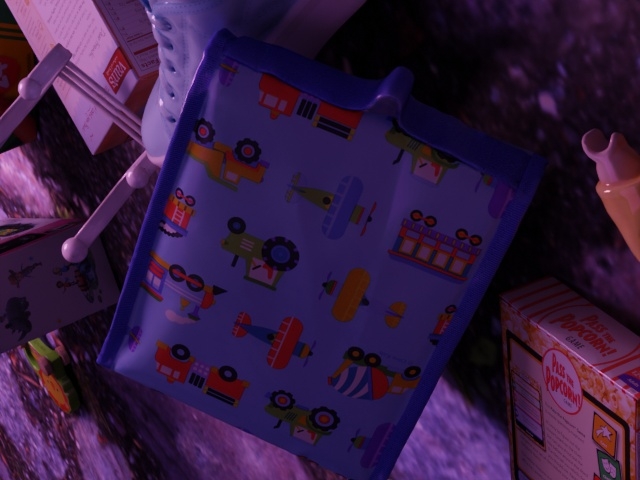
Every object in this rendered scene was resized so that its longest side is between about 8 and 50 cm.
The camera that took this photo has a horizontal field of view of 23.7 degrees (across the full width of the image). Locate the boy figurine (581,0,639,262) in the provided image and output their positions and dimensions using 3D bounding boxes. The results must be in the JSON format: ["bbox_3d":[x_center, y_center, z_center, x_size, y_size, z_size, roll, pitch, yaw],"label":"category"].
[{"bbox_3d":[0.207,-0.014,0.792,0.177,0.092,0.285,23,128,45],"label":"boy figurine"}]

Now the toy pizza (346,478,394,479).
[{"bbox_3d":[0.070,0.291,1.285,0.201,0.032,0.201,36,140,38],"label":"toy pizza"}]

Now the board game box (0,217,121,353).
[{"bbox_3d":[-0.393,0.071,1.562,0.224,0.303,0.097,0,112,56],"label":"board game box"}]

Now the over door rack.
[{"bbox_3d":[-0.200,-0.010,1.320,0.239,0.108,0.324,40,150,-9],"label":"over door rack"}]

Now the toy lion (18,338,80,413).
[{"bbox_3d":[-0.317,0.154,1.783,0.100,0.034,0.096,37,148,38],"label":"toy lion"}]

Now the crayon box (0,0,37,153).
[{"bbox_3d":[-0.424,-0.137,1.440,0.081,0.318,0.202,43,144,31],"label":"crayon box"}]

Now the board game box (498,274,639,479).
[{"bbox_3d":[0.175,0.139,0.972,0.147,0.045,0.193,41,144,53],"label":"board game box"}]

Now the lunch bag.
[{"bbox_3d":[0.000,0.000,1.003,0.221,0.138,0.293,24,136,1],"label":"lunch bag"}]

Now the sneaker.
[{"bbox_3d":[-0.070,-0.172,1.005,0.366,0.150,0.135,-48,27,49],"label":"sneaker"}]

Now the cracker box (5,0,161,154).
[{"bbox_3d":[-0.205,-0.209,1.299,0.232,0.067,0.156,60,151,7],"label":"cracker box"}]
